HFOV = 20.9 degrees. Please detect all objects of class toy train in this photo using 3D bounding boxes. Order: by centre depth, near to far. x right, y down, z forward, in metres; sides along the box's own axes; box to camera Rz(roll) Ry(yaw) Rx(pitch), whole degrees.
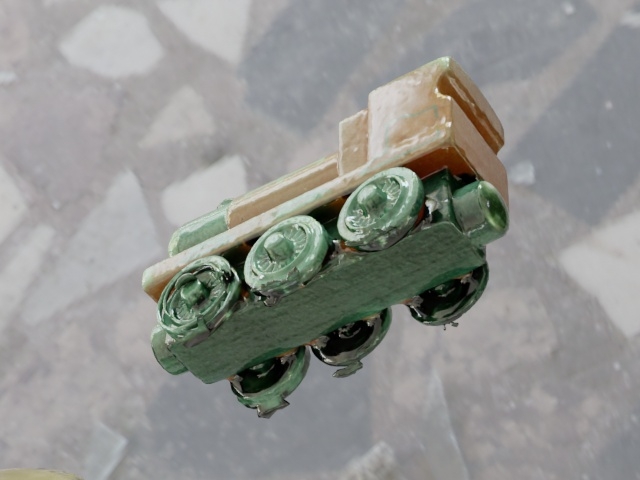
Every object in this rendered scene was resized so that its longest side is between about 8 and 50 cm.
[{"bbox_3d":[0.000,0.000,0.441,0.103,0.044,0.064,-26,40,23],"label":"toy train"}]

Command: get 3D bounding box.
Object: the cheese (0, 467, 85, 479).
[{"bbox_3d":[-0.089,0.103,0.542,0.156,0.250,0.064,27,72,42],"label":"cheese"}]
